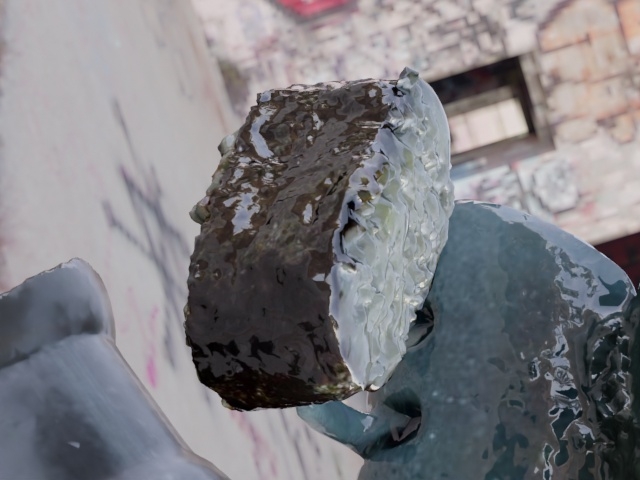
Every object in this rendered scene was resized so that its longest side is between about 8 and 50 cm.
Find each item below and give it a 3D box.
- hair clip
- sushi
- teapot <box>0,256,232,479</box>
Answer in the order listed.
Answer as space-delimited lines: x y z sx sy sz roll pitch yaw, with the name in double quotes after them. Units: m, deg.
0.119 0.132 0.879 0.392 0.238 0.318 46 47 -62 "hair clip"
0.000 0.000 0.582 0.150 0.078 0.090 -70 151 -46 "sushi"
-0.112 0.198 0.621 0.362 0.305 0.376 51 3 12 "teapot"
